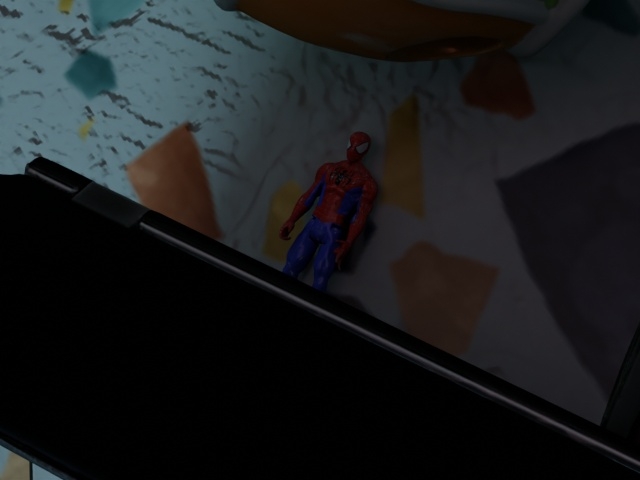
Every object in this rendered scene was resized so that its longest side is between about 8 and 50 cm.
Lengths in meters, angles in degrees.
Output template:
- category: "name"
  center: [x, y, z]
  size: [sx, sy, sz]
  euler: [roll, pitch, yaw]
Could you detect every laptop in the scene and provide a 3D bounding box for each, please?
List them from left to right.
- category: "laptop"
  center: [-0.018, 0.145, 0.722]
  size: [0.382, 0.408, 0.236]
  euler: [26, 47, 19]

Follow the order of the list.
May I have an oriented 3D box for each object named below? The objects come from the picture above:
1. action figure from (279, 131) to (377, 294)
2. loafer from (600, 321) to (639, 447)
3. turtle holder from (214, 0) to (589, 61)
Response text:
- category: "action figure"
  center: [0.000, 0.000, 0.971]
  size: [0.038, 0.030, 0.115]
  euler: [20, 83, 24]
- category: "loafer"
  center: [0.158, 0.079, 0.802]
  size: [0.084, 0.267, 0.096]
  euler: [22, 58, 11]
- category: "turtle holder"
  center: [0.055, -0.225, 0.912]
  size: [0.227, 0.243, 0.320]
  euler: [34, 54, -5]
